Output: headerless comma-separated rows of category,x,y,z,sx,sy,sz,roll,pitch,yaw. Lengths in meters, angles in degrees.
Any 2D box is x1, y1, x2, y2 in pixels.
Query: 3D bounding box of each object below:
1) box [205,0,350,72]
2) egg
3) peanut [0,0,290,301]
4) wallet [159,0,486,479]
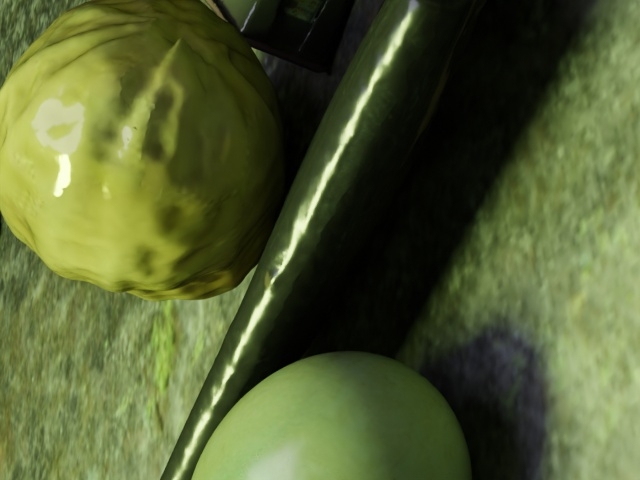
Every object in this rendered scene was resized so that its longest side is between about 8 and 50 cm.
box,-0.022,-0.141,0.878,0.063,0.060,0.085,-64,29,19
egg,0.001,0.114,0.673,0.152,0.114,0.114,-57,34,31
peanut,-0.076,-0.043,0.795,0.305,0.147,0.147,48,-129,-83
wallet,0.000,0.000,0.745,0.170,0.044,0.321,-67,1,-63
